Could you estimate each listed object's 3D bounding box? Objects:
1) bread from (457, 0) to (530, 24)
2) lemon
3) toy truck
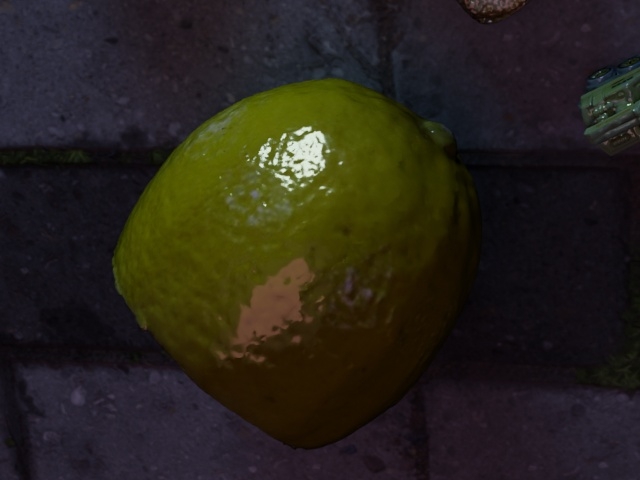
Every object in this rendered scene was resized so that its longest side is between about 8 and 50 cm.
[{"bbox_3d":[0.174,-0.289,1.726,0.129,0.044,0.126,-36,92,30],"label":"bread"},{"bbox_3d":[0.000,0.000,1.749,0.364,0.364,0.364,7,115,14],"label":"lemon"},{"bbox_3d":[0.331,-0.137,1.712,0.169,0.100,0.077,-18,109,24],"label":"toy truck"}]
